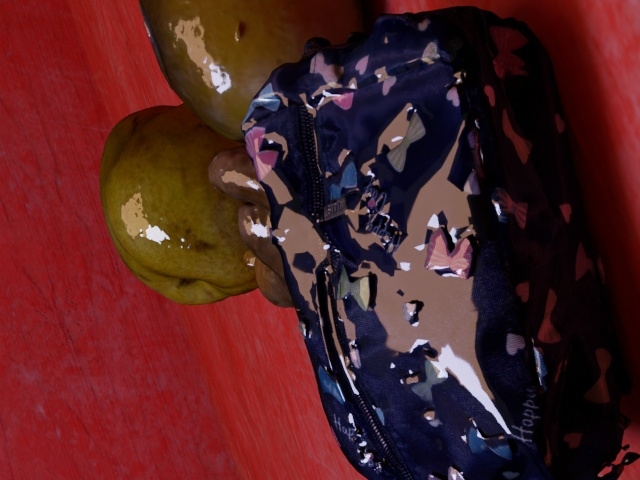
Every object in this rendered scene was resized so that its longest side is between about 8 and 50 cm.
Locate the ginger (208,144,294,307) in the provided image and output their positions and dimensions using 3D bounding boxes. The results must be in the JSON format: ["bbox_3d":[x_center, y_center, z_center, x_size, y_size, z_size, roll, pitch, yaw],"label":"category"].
[{"bbox_3d":[0.000,0.001,0.770,0.333,0.166,0.080,100,-172,-75],"label":"ginger"}]

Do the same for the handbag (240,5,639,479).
[{"bbox_3d":[0.056,0.016,0.550,0.162,0.113,0.260,-12,98,42],"label":"handbag"}]

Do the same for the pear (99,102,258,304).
[{"bbox_3d":[-0.106,-0.040,1.014,0.200,0.200,0.200,161,90,-77],"label":"pear"}]

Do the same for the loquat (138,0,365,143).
[{"bbox_3d":[-0.047,-0.155,0.723,0.195,0.152,0.152,60,165,10],"label":"loquat"}]
